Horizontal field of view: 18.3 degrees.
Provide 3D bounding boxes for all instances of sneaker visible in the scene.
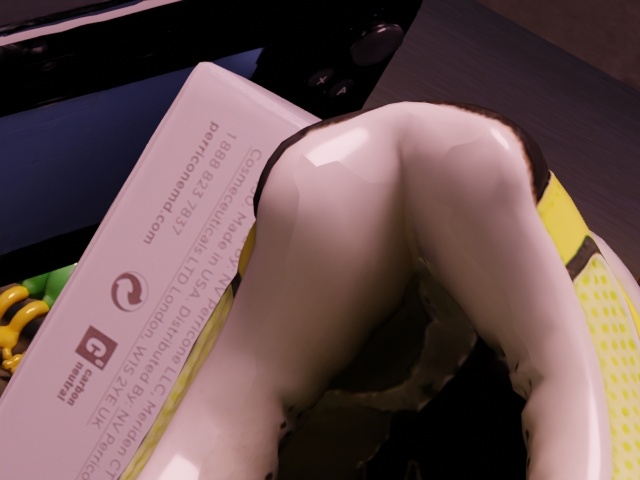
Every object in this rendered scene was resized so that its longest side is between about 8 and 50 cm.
[{"bbox_3d":[-0.017,0.136,0.282,0.145,0.147,0.384,-5,41,16],"label":"sneaker"}]

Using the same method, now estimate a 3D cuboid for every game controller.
[{"bbox_3d":[-0.112,-0.029,0.682,0.319,0.166,0.067,-18,59,-29],"label":"game controller"}]

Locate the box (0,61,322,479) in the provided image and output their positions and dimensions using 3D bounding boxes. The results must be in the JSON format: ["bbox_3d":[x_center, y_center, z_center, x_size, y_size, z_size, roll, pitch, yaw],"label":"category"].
[{"bbox_3d":[0.089,0.110,0.669,0.345,0.168,0.215,32,4,19],"label":"box"}]

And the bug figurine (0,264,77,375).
[{"bbox_3d":[-0.127,-0.013,0.961,0.216,0.072,0.279,35,17,27],"label":"bug figurine"}]

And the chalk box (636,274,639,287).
[{"bbox_3d":[0.273,0.058,0.985,0.179,0.289,0.180,12,22,-45],"label":"chalk box"}]
